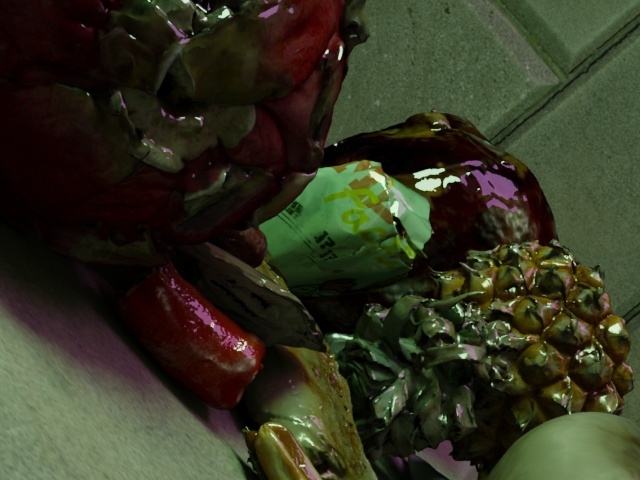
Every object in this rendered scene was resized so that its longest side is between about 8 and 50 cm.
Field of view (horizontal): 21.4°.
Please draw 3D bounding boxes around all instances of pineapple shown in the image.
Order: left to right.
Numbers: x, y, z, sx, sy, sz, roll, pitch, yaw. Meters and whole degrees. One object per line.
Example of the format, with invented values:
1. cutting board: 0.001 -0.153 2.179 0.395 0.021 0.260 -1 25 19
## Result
1. pineapple: 0.112 0.124 1.541 0.271 0.262 0.262 -4 49 -48

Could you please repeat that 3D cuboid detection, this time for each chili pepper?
1. chili pepper: -0.095 0.067 1.230 0.123 0.073 0.070 46 49 -12

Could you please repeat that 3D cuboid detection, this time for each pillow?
1. pillow: -0.105 0.013 1.313 0.248 0.049 0.135 34 -7 20

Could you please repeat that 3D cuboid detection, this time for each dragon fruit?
1. dragon fruit: -0.130 -0.146 1.162 0.329 0.329 0.329 49 7 -9

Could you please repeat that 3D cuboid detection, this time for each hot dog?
1. hot dog: -0.016 0.188 1.222 0.133 0.041 0.056 57 16 10

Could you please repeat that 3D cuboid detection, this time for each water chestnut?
1. water chestnut: 0.113 0.031 1.885 0.335 0.335 0.347 -63 143 -82

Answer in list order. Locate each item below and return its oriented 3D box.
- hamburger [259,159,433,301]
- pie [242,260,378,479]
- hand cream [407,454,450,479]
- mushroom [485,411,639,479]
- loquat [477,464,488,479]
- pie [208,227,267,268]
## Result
1. hamburger: 0.000 -0.001 1.614 0.235 0.214 0.125 87 5 -75
2. pie: -0.027 0.113 1.379 0.128 0.068 0.282 35 16 -39
3. hand cream: 0.126 0.268 1.596 0.124 0.078 0.341 46 0 1
4. mushroom: 0.282 0.296 1.337 0.362 0.294 0.362 52 21 -29
5. loquat: 0.258 0.287 1.905 0.172 0.149 0.204 49 -5 31
6. pie: -0.107 -0.027 1.364 0.154 0.036 0.154 33 -12 8
